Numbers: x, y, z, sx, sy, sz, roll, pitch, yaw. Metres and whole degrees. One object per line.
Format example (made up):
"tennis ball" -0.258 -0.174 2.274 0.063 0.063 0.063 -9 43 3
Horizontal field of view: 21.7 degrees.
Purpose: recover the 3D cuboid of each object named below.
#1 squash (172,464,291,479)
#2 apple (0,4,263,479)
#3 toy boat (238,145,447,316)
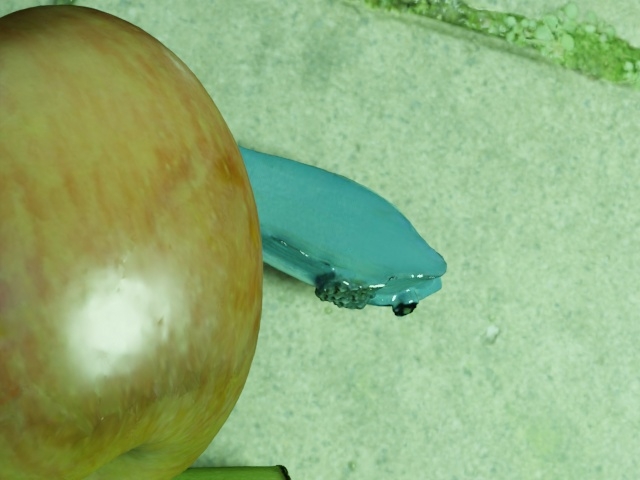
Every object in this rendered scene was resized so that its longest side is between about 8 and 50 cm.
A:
"squash" -0.142 0.251 1.359 0.247 0.132 0.132 -2 88 -11
"apple" -0.227 0.035 1.212 0.391 0.391 0.346 -24 81 -13
"toy boat" 0.000 0.000 1.422 0.238 0.098 0.109 23 67 -17
